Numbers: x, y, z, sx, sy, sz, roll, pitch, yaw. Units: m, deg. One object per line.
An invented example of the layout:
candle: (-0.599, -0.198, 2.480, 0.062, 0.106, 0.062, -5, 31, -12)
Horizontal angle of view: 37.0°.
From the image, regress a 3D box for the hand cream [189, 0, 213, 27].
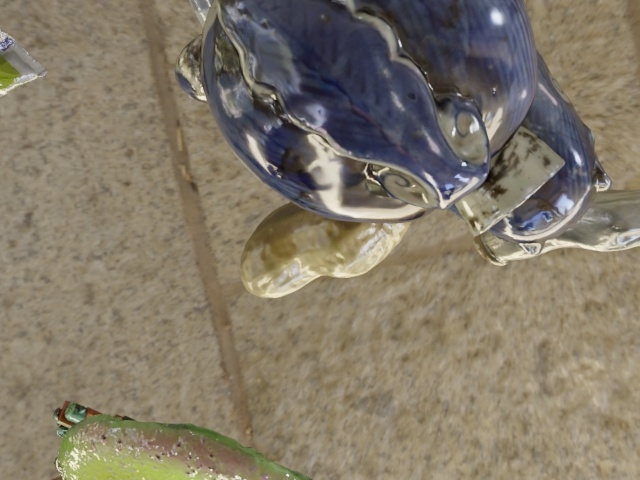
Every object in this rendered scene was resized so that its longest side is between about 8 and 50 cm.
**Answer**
hand cream: (-0.086, -0.206, 0.930, 0.079, 0.048, 0.255, 15, 144, 45)

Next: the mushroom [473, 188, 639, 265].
mushroom: (0.411, -0.029, 1.567, 0.351, 0.097, 0.109, -11, 122, 37)

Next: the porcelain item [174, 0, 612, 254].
porcelain item: (0.054, -0.065, 0.478, 0.138, 0.288, 0.186, -45, 83, 14)

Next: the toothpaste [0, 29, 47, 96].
toothpaste: (-0.352, -0.121, 0.865, 0.248, 0.047, 0.078, -27, 121, 30)

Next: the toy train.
toy train: (-0.282, 0.233, 1.199, 0.103, 0.044, 0.064, 30, 138, -20)

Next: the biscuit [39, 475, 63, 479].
biscuit: (-0.403, 0.455, 1.691, 0.274, 0.213, 0.091, -8, 80, -9)

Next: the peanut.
peanut: (0.000, 0.000, 1.162, 0.236, 0.110, 0.120, -28, 85, 18)

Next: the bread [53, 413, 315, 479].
bread: (-0.108, 0.245, 0.866, 0.301, 0.045, 0.301, 14, 143, 11)
